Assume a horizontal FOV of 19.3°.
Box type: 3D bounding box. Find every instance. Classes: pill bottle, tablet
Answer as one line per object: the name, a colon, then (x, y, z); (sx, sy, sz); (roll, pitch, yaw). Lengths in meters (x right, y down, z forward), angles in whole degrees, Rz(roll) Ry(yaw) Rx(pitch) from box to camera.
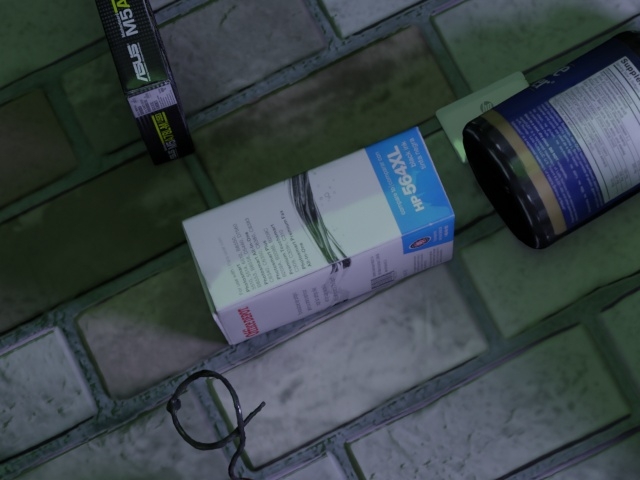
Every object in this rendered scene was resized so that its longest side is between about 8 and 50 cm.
pill bottle: (0.237, -0.095, 1.541); (0.219, 0.123, 0.123); (-30, 76, -5)
tablet: (0.146, -0.105, 1.608); (0.083, 0.006, 0.054); (-26, 76, -4)

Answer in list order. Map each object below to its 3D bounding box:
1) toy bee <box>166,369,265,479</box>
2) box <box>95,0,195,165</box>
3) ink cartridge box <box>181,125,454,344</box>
toy bee: (-0.050, 0.256, 1.463); (0.195, 0.162, 0.298); (38, 112, 27)
box: (-0.156, -0.175, 1.547); (0.045, 0.190, 0.184); (-20, 76, -3)
ink cartridge box: (0.000, 0.000, 1.515); (0.203, 0.148, 0.086); (-21, 77, -3)
